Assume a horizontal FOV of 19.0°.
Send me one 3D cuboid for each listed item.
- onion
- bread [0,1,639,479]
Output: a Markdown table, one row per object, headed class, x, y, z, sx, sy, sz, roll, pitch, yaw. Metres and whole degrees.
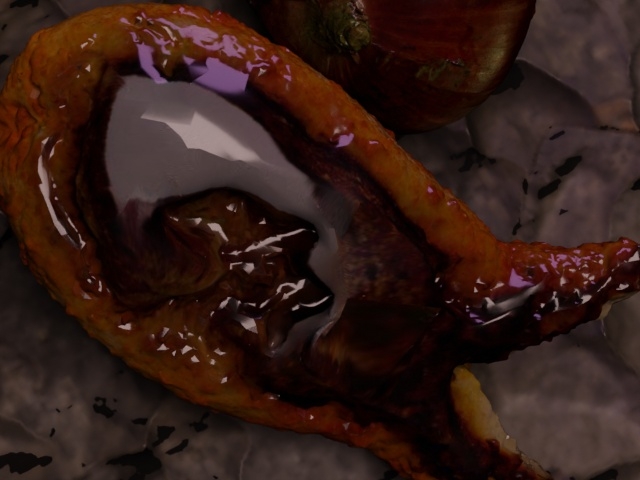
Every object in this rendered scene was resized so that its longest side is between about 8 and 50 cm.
| class | x | y | z | sx | sy | sz | roll | pitch | yaw |
| --- | --- | --- | --- | --- | --- | --- | --- | --- | --- |
| onion | 0.032 | -0.103 | 0.769 | 0.118 | 0.118 | 0.117 | -39 | 103 | -19 |
| bread | -0.007 | 0.006 | 0.750 | 0.269 | 0.095 | 0.139 | 27 | 102 | -19 |
